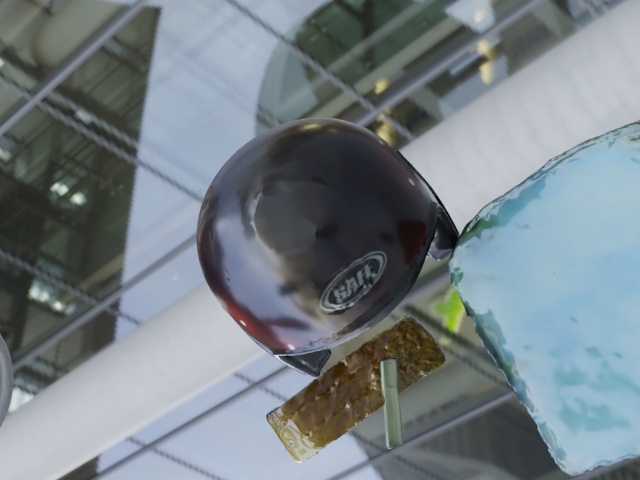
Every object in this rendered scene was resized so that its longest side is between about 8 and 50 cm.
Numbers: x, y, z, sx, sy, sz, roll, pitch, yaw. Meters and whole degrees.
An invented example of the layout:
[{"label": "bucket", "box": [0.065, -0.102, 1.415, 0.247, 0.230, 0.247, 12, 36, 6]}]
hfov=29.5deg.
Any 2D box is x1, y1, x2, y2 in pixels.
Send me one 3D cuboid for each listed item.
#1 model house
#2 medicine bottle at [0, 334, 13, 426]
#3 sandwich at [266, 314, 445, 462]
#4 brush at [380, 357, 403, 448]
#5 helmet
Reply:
[{"label": "model house", "box": [0.286, 0.013, 0.957, 0.241, 0.261, 0.225, -23, -97, -45]}, {"label": "medicine bottle", "box": [-0.513, 0.176, 1.453, 0.256, 0.325, 0.256, 4, -98, -28]}, {"label": "sandwich", "box": [0.039, 0.150, 1.241, 0.065, 0.186, 0.214, 54, 177, 7]}, {"label": "brush", "box": [0.065, 0.151, 1.130, 0.016, 0.013, 0.083, -5, -87, -12]}, {"label": "helmet", "box": [0.000, 0.000, 0.961, 0.193, 0.189, 0.216, 48, -178, -25]}]
